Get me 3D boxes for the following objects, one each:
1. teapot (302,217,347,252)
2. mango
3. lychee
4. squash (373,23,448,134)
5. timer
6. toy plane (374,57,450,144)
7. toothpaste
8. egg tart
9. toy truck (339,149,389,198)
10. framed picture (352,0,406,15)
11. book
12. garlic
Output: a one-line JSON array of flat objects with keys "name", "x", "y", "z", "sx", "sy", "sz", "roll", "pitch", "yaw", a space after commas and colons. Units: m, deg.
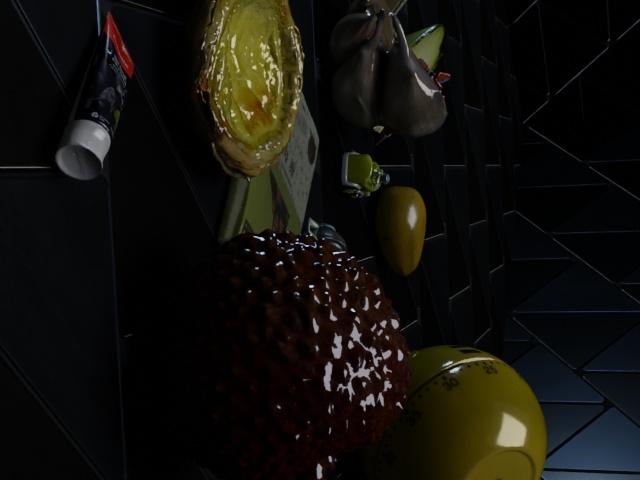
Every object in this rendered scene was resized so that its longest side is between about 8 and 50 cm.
[{"name": "teapot", "x": 0.000, "y": 0.000, "z": 1.653, "sx": 0.088, "sy": 0.066, "sz": 0.057, "roll": 44, "pitch": 22, "yaw": -35}, {"name": "mango", "x": 0.158, "y": -0.017, "z": 2.076, "sx": 0.137, "sy": 0.098, "sz": 0.195, "roll": -65, "pitch": 155, "yaw": -59}, {"name": "lychee", "x": -0.043, "y": 0.137, "z": 1.154, "sx": 0.276, "sy": 0.276, "sz": 0.304, "roll": -17, "pitch": 92, "yaw": -71}, {"name": "squash", "x": 0.167, "y": -0.318, "z": 2.039, "sx": 0.237, "sy": 0.155, "sz": 0.204, "roll": 17, "pitch": 70, "yaw": -72}, {"name": "timer", "x": 0.215, "y": 0.333, "z": 1.906, "sx": 0.387, "sy": 0.376, "sz": 0.376, "roll": 41, "pitch": -29, "yaw": 51}, {"name": "toy plane", "x": 0.160, "y": -0.259, "z": 1.996, "sx": 0.130, "sy": 0.189, "sz": 0.061, "roll": 22, "pitch": 35, "yaw": -37}, {"name": "toothpaste", "x": -0.214, "y": -0.142, "z": 1.023, "sx": 0.193, "sy": 0.045, "sz": 0.071, "roll": -82, "pitch": 161, "yaw": -44}, {"name": "egg tart", "x": -0.103, "y": -0.208, "z": 1.295, "sx": 0.279, "sy": 0.095, "sz": 0.279, "roll": 2, "pitch": 90, "yaw": -68}, {"name": "toy truck", "x": 0.079, "y": -0.116, "z": 1.861, "sx": 0.111, "sy": 0.077, "sz": 0.076, "roll": 32, "pitch": 59, "yaw": -69}, {"name": "framed picture", "x": 0.141, "y": -0.544, "z": 2.020, "sx": 0.289, "sy": 0.020, "sz": 0.211, "roll": -56, "pitch": 146, "yaw": -26}, {"name": "book", "x": -0.063, "y": -0.082, "z": 1.493, "sx": 0.239, "sy": 0.035, "sz": 0.352, "roll": 67, "pitch": 27, "yaw": -53}, {"name": "garlic", "x": 0.120, "y": -0.299, "z": 1.811, "sx": 0.292, "sy": 0.210, "sz": 0.237, "roll": -13, "pitch": 107, "yaw": -81}]
